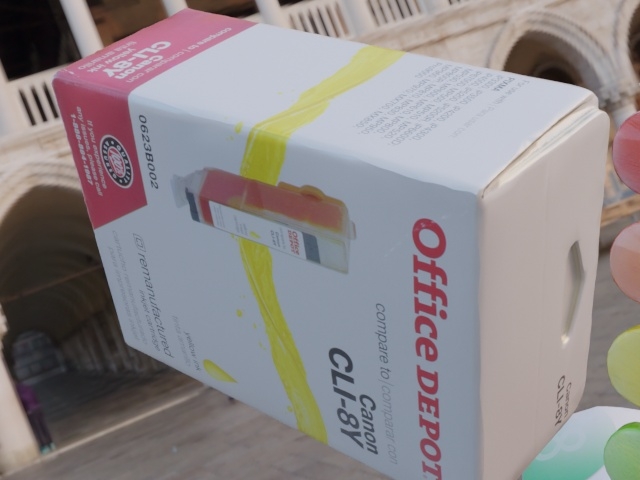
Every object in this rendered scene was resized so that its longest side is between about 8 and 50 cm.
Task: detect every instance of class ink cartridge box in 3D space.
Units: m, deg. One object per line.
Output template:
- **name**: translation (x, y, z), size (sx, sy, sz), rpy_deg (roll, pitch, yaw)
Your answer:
- **ink cartridge box**: translation (0.000, 0.000, 0.706), size (0.385, 0.279, 0.160), rpy_deg (19, 40, 34)
- **ink cartridge box**: translation (0.293, 0.215, 0.824), size (0.225, 0.056, 0.181), rpy_deg (-26, 20, 25)

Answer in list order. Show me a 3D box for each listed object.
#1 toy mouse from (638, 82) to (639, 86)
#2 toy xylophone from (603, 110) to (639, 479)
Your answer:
- **toy mouse**: translation (0.357, -0.154, 0.840), size (0.031, 0.143, 0.161), rpy_deg (-19, -14, -17)
- **toy xylophone**: translation (0.235, 0.078, 0.386), size (0.236, 0.322, 0.081), rpy_deg (17, 25, 40)
